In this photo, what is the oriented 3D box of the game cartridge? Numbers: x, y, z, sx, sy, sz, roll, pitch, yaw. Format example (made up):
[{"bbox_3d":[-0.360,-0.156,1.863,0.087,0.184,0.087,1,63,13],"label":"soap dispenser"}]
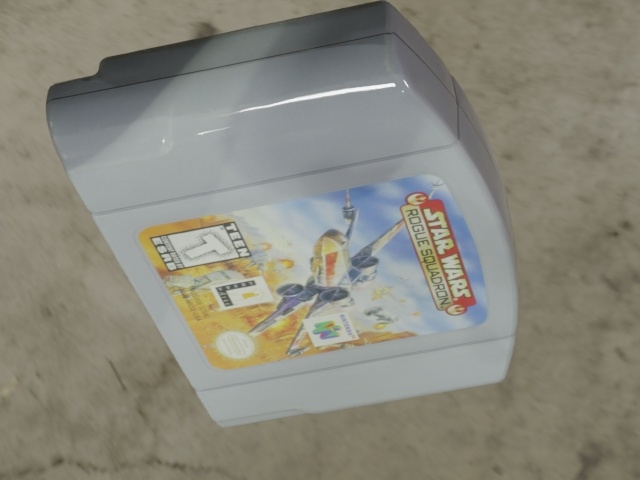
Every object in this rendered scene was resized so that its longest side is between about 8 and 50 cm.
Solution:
[{"bbox_3d":[0.000,0.000,0.971,0.198,0.062,0.297,-7,144,12],"label":"game cartridge"}]
